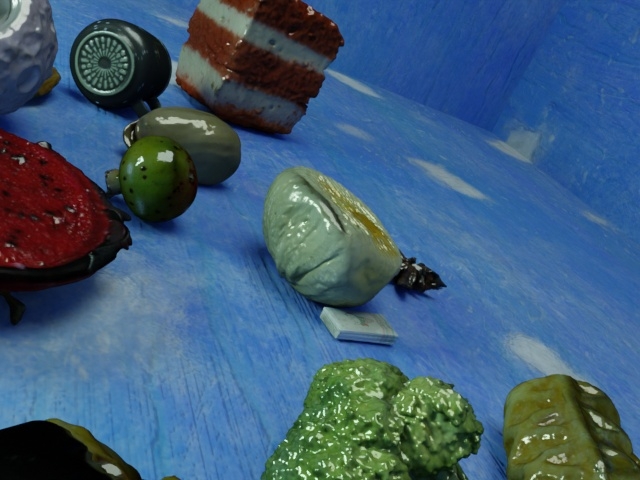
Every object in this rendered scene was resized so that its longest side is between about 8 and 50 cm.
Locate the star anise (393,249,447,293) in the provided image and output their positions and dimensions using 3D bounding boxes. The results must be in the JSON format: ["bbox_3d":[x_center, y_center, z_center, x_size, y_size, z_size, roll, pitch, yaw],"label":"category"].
[{"bbox_3d":[0.143,0.047,1.286,0.124,0.056,0.129,3,31,-45],"label":"star anise"}]

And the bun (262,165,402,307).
[{"bbox_3d":[0.000,0.000,1.104,0.244,0.153,0.244,43,11,-11],"label":"bun"}]

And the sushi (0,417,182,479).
[{"bbox_3d":[-0.146,0.201,0.412,0.204,0.213,0.200,-20,71,-45],"label":"sushi"}]

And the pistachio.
[{"bbox_3d":[-0.236,-0.166,1.281,0.206,0.131,0.130,5,-16,-33],"label":"pistachio"}]

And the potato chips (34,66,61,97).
[{"bbox_3d":[-0.549,-0.293,1.296,0.150,0.049,0.201,26,18,-11],"label":"potato chips"}]

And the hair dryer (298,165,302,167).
[{"bbox_3d":[-0.051,-0.135,1.542,0.047,0.026,0.083,39,27,32],"label":"hair dryer"}]

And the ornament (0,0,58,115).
[{"bbox_3d":[-0.520,-0.299,1.074,0.260,0.225,0.259,12,67,-29],"label":"ornament"}]

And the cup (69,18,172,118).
[{"bbox_3d":[-0.377,-0.324,1.458,0.223,0.169,0.176,61,12,-6],"label":"cup"}]

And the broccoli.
[{"bbox_3d":[0.100,0.220,0.636,0.302,0.186,0.254,24,10,12],"label":"broccoli"}]

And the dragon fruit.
[{"bbox_3d":[-0.350,-0.018,0.797,0.282,0.100,0.343,21,24,-18],"label":"dragon fruit"}]

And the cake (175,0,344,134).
[{"bbox_3d":[-0.157,-0.448,1.756,0.270,0.319,0.269,15,21,-41],"label":"cake"}]

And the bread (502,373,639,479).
[{"bbox_3d":[0.293,0.255,0.866,0.152,0.129,0.267,17,21,1],"label":"bread"}]

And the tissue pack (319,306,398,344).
[{"bbox_3d":[0.056,0.122,1.049,0.108,0.023,0.056,10,26,-35],"label":"tissue pack"}]

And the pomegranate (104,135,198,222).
[{"bbox_3d":[-0.241,-0.089,1.074,0.130,0.130,0.130,23,21,-9],"label":"pomegranate"}]
